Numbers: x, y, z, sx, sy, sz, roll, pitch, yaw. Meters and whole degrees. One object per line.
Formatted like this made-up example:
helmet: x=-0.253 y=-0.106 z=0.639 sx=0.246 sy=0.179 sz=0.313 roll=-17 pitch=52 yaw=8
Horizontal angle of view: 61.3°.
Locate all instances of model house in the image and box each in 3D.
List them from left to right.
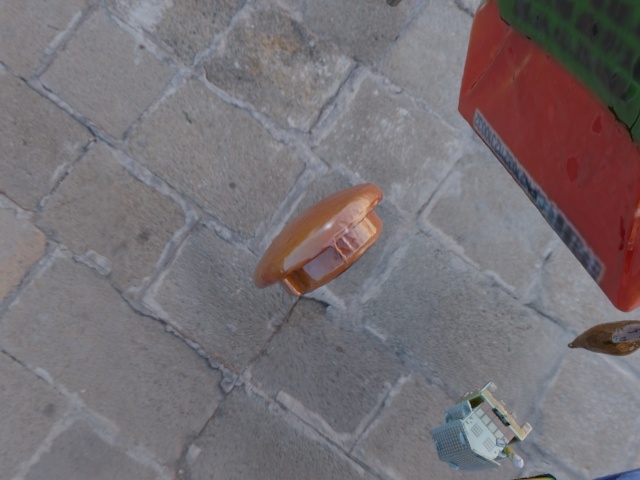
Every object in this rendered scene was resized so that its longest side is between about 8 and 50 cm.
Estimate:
model house: x=0.473 y=0.580 z=1.638 sx=0.215 sy=0.224 sz=0.198 roll=-32 pitch=75 yaw=-27

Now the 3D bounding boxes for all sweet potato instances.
sweet potato: x=0.923 y=0.302 z=1.671 sx=0.112 sy=0.359 sz=0.112 roll=12 pitch=67 yaw=-30

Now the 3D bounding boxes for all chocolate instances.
chocolate: x=0.293 y=-0.181 z=0.505 sx=0.161 sy=0.341 sz=0.360 roll=-13 pitch=49 yaw=-10

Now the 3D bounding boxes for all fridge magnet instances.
fridge magnet: x=0.000 y=0.000 z=1.244 sx=0.363 sy=0.363 sz=0.155 roll=-39 pitch=96 yaw=-8

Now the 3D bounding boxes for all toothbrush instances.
toothbrush: x=0.386 y=0.434 z=1.112 sx=0.024 sy=0.288 sz=0.021 roll=4 pitch=78 yaw=13

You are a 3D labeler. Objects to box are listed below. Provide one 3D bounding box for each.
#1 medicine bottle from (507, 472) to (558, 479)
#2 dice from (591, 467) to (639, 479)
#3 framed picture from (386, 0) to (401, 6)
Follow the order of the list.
medicine bottle: x=0.498 y=0.676 z=1.383 sx=0.238 sy=0.124 sz=0.124 roll=-1 pitch=81 yaw=-10
dice: x=0.653 y=0.546 z=1.101 sx=0.143 sy=0.146 sz=0.146 roll=14 pitch=51 yaw=-42
framed picture: x=0.071 y=-0.431 z=0.572 sx=0.020 sy=0.211 sz=0.290 roll=-19 pitch=95 yaw=-13
